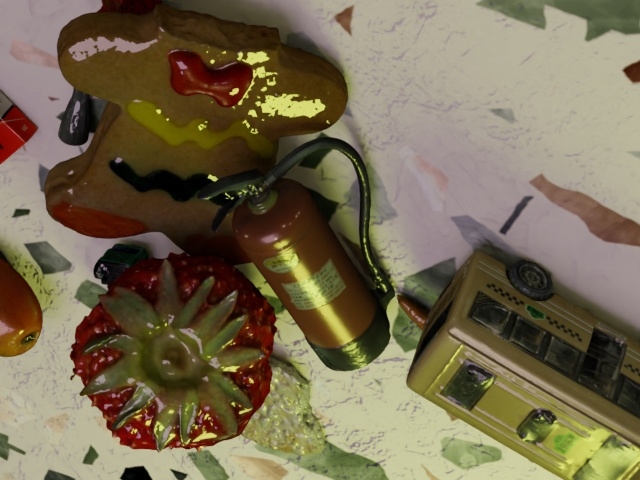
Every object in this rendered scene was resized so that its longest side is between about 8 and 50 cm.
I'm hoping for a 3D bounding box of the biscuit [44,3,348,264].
[{"bbox_3d":[-0.183,-0.123,1.897,0.368,0.076,0.394,13,135,-17],"label":"biscuit"}]

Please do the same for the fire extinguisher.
[{"bbox_3d":[-0.009,-0.001,1.952,0.113,0.200,0.376,17,153,42],"label":"fire extinguisher"}]

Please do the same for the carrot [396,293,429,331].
[{"bbox_3d":[0.186,0.146,2.054,0.216,0.048,0.048,40,131,-1],"label":"carrot"}]

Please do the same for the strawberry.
[{"bbox_3d":[-0.200,0.149,2.023,0.292,0.292,0.343,35,175,-5],"label":"strawberry"}]

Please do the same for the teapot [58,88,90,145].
[{"bbox_3d":[-0.333,-0.184,2.027,0.042,0.043,0.111,23,129,6],"label":"teapot"}]

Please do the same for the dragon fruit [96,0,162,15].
[{"bbox_3d":[-0.253,-0.281,1.873,0.083,0.106,0.162,5,130,22],"label":"dragon fruit"}]

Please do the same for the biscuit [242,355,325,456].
[{"bbox_3d":[-0.093,0.235,2.247,0.265,0.040,0.188,44,131,-14],"label":"biscuit"}]

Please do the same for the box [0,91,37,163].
[{"bbox_3d":[-0.490,-0.179,2.097,0.152,0.048,0.100,48,131,-13],"label":"box"}]

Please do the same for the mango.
[{"bbox_3d":[-0.548,0.069,2.260,0.289,0.129,0.146,36,141,0],"label":"mango"}]

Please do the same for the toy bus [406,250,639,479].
[{"bbox_3d":[0.305,0.189,1.926,0.365,0.202,0.177,30,131,-1],"label":"toy bus"}]

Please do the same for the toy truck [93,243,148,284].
[{"bbox_3d":[-0.282,0.074,2.179,0.065,0.079,0.147,8,129,20],"label":"toy truck"}]
